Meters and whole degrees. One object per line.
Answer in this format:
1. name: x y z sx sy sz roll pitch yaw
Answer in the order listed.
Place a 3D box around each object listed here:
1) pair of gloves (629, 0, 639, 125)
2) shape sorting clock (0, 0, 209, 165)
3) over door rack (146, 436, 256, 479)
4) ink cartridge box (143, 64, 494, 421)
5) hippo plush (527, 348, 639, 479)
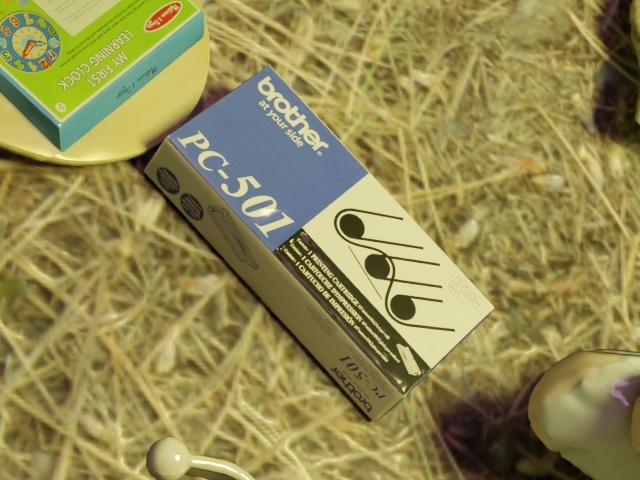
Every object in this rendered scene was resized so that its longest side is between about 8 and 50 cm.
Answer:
1. pair of gloves: 0.337 -0.127 1.153 0.240 0.042 0.204 8 50 -3
2. shape sorting clock: -0.163 -0.136 0.970 0.206 0.040 0.206 13 55 -20
3. over door rack: -0.161 0.243 0.652 0.108 0.239 0.324 34 55 -8
4. ink cartridge box: 0.000 0.000 0.972 0.207 0.046 0.097 48 54 4
5. hippo plush: 0.252 0.190 0.931 0.294 0.234 0.237 5 88 -17
